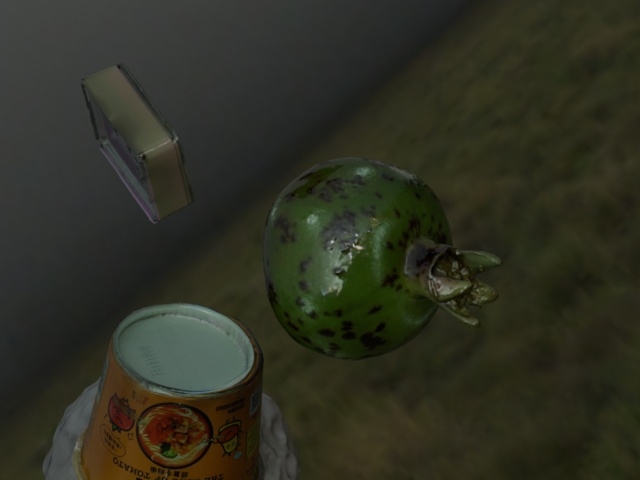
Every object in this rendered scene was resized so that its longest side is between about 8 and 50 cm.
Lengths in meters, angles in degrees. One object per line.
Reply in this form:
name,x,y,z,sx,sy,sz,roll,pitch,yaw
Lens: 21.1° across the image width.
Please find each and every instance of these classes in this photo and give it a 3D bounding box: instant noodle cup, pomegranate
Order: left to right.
instant noodle cup,-0.155,0.183,1.873,0.216,0.215,0.172,-45,-28,-53
pomegranate,0.057,0.020,1.712,0.263,0.211,0.211,7,38,40

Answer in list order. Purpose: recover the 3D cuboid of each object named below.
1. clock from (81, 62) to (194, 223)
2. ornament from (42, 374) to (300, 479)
clock,-0.257,-0.137,2.411,0.071,0.192,0.147,-27,-38,-15
ornament,-0.195,0.301,2.212,0.337,0.337,0.337,-42,2,2
